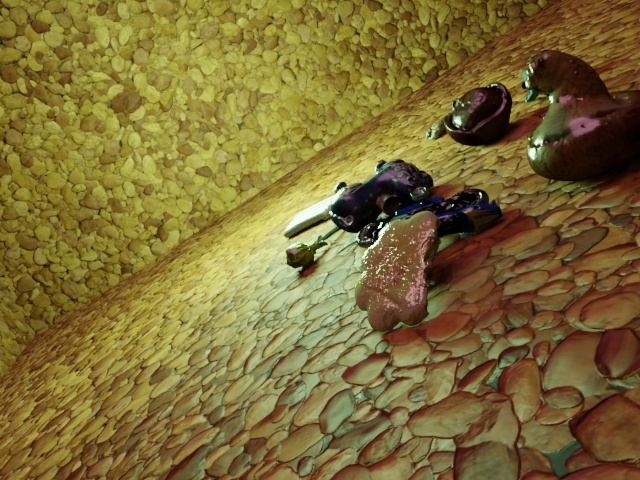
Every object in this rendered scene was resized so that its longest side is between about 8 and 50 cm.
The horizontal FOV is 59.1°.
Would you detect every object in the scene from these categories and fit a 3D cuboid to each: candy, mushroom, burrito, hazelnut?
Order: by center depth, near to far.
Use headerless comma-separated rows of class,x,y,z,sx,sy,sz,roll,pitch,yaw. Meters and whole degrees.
mushroom,0.525,-0.230,1.098,0.267,0.254,0.267,-27,43,29
candy,0.002,0.002,1.648,0.077,0.073,0.262,12,36,43
hazelnut,0.465,-0.364,1.656,0.202,0.160,0.170,-31,16,-17
burrito,0.447,-0.427,2.092,0.058,0.045,0.188,-7,27,43

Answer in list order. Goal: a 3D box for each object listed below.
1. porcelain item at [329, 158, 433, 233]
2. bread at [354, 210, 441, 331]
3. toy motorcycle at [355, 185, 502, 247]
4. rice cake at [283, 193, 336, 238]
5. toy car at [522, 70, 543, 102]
porcelain item,0.168,-0.117,1.575,0.288,0.138,0.186,-31,32,-13
bread,0.139,0.055,1.072,0.182,0.039,0.250,-14,48,39
toy motorcycle,0.224,-0.028,1.213,0.316,0.113,0.168,-20,29,14
rice cake,-0.025,-0.091,2.000,0.198,0.037,0.189,-23,18,29
toy car,0.708,-0.485,1.733,0.162,0.098,0.126,0,-3,7
